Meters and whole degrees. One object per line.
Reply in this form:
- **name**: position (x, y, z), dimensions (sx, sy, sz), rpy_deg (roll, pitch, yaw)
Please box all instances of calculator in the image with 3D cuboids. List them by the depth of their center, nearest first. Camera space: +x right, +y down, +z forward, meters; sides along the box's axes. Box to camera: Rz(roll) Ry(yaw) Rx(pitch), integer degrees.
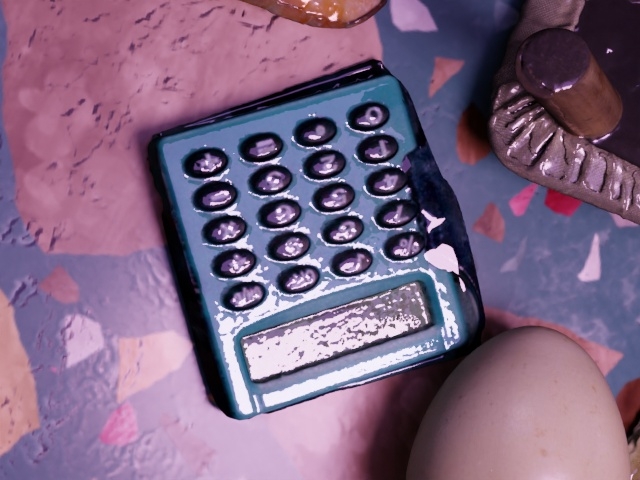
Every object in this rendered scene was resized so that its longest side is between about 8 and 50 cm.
- **calculator**: position (0.000, 0.000, 1.317), dimensions (0.248, 0.058, 0.274), rpy_deg (-17, 96, -17)

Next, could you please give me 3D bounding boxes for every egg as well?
- **egg**: position (0.167, 0.197, 1.309), dimensions (0.188, 0.188, 0.254), rpy_deg (11, 80, -18)

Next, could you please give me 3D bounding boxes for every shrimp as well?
- **shrimp**: position (-0.050, -0.259, 1.301), dimensions (0.251, 0.052, 0.144), rpy_deg (10, 78, -25)

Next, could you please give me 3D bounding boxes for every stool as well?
- **stool**: position (0.317, -0.177, 1.270), dimensions (0.310, 0.226, 0.310), rpy_deg (19, 76, 7)

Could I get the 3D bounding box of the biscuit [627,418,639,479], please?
- **biscuit**: position (0.326, 0.280, 1.441), dimensions (0.187, 0.036, 0.273), rpy_deg (31, 81, -21)
